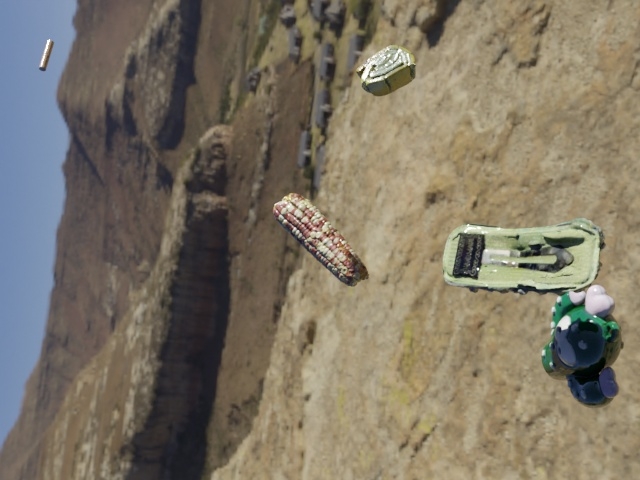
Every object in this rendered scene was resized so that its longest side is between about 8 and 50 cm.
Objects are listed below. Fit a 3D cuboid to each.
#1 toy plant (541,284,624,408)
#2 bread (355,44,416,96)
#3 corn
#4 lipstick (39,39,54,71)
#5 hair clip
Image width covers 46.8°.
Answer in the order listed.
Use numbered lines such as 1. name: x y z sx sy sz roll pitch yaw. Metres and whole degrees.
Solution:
1. toy plant: 0.506 0.197 1.422 0.243 0.112 0.233 -165 76 -81
2. bread: 0.171 -0.436 1.903 0.117 0.156 0.064 43 162 36
3. corn: 0.000 0.000 1.439 0.237 0.079 0.079 48 143 20
4. lipstick: -0.707 -0.478 1.910 0.019 0.019 0.094 122 155 -59
5. hair clip: 0.369 0.035 1.330 0.321 0.091 0.138 1 79 52
